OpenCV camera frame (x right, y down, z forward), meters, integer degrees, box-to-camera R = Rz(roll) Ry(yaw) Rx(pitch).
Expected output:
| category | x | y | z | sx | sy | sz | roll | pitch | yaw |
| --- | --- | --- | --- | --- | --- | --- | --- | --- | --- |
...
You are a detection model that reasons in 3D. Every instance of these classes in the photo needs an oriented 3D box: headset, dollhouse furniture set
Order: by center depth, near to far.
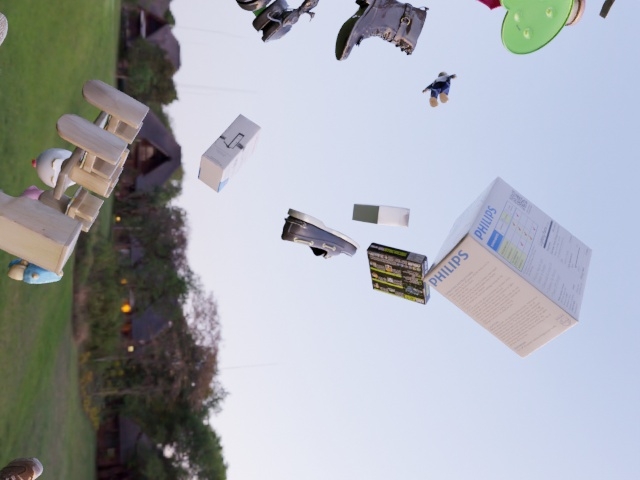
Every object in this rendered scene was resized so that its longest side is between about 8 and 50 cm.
| category | x | y | z | sx | sy | sz | roll | pitch | yaw |
| --- | --- | --- | --- | --- | --- | --- | --- | --- | --- |
| dollhouse furniture set | -0.395 | -0.101 | 0.842 | 0.212 | 0.161 | 0.242 | -41 | -154 | 50 |
| headset | -0.141 | -0.697 | 1.658 | 0.185 | 0.243 | 0.394 | -38 | -138 | 4 |

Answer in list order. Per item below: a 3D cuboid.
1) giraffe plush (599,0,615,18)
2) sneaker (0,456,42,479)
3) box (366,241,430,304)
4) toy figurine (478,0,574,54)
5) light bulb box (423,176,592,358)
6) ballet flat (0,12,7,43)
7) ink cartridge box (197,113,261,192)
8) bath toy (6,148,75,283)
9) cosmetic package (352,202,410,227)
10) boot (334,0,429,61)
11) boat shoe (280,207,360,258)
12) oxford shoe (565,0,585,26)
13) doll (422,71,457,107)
| category | x | y | z | sx | sy | sz | roll | pitch | yaw |
| --- | --- | --- | --- | --- | --- | --- | --- | --- | --- |
| giraffe plush | 0.603 | -0.474 | 0.985 | 0.210 | 0.171 | 0.181 | 117 | -39 | -54 |
| sneaker | -0.699 | 0.536 | 1.253 | 0.071 | 0.189 | 0.066 | -96 | 162 | -71 |
| box | 0.244 | 0.103 | 1.797 | 0.191 | 0.045 | 0.184 | 14 | -41 | 30 |
| toy figurine | 0.302 | -0.412 | 0.942 | 0.130 | 0.173 | 0.159 | -43 | -130 | 19 |
| light bulb box | 0.541 | 0.068 | 1.649 | 0.358 | 0.361 | 0.225 | -48 | 176 | -47 |
| ballet flat | -0.606 | -0.311 | 0.976 | 0.067 | 0.206 | 0.073 | 31 | -19 | 31 |
| ink cartridge box | -0.281 | -0.269 | 1.780 | 0.203 | 0.086 | 0.148 | -55 | 180 | -29 |
| bath toy | -0.703 | -0.071 | 1.456 | 0.129 | 0.151 | 0.348 | 29 | -74 | 40 |
| cosmetic package | 0.179 | -0.079 | 1.754 | 0.239 | 0.099 | 0.060 | -162 | -105 | -74 |
| boot | 0.187 | -0.610 | 1.703 | 0.262 | 0.229 | 0.091 | -61 | -151 | 14 |
| boat shoe | 0.000 | 0.000 | 1.222 | 0.081 | 0.228 | 0.068 | 20 | -95 | 43 |
| oxford shoe | 0.550 | -0.697 | 1.592 | 0.397 | 0.147 | 0.140 | 53 | -30 | 38 |
| doll | 0.410 | -0.529 | 1.983 | 0.129 | 0.046 | 0.189 | -17 | -145 | 33 |
